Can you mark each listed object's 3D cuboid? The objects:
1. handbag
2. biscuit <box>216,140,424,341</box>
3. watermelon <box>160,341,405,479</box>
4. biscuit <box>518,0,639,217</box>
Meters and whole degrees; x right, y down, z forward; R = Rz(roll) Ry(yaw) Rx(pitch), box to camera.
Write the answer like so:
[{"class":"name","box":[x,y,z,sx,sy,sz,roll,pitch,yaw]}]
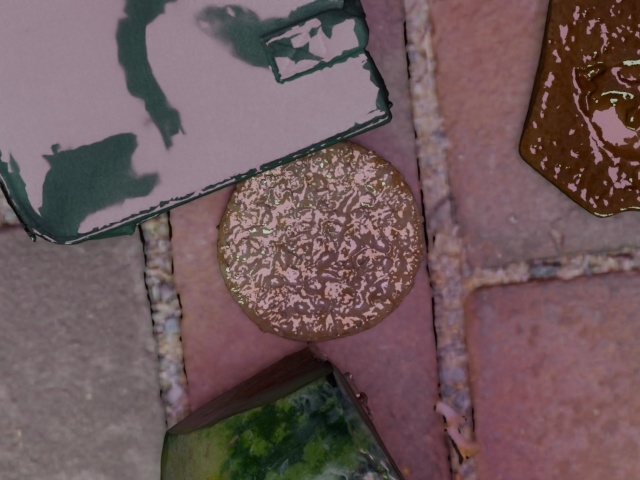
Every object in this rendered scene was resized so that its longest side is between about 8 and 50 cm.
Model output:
[{"class":"handbag","box":[-0.116,-0.151,1.191,0.274,0.100,0.269,-26,92,-2]},{"class":"biscuit","box":[0.000,0.000,1.245,0.152,0.020,0.152,-1,97,-5]},{"class":"watermelon","box":[0.029,0.232,1.212,0.180,0.224,0.305,-43,107,-44]},{"class":"biscuit","box":[0.253,-0.095,1.217,0.215,0.034,0.182,14,102,14]}]
